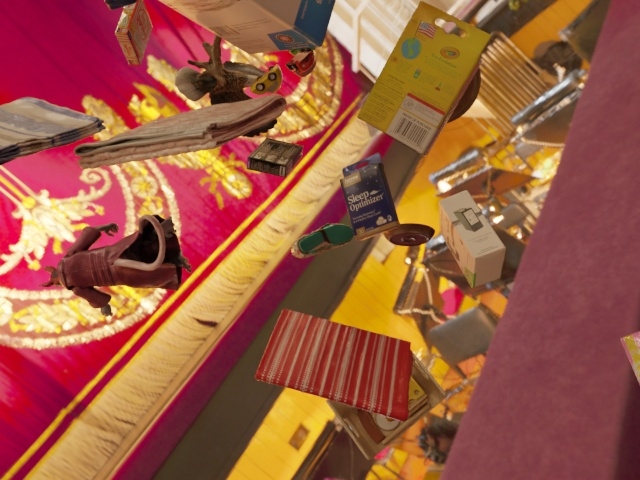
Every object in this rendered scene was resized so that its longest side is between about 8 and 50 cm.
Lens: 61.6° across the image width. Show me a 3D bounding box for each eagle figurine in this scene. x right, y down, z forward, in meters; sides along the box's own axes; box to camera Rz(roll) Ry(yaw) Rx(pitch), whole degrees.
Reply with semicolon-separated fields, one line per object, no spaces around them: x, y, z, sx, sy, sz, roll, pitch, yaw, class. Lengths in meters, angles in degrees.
-0.249;-0.451;1.570;0.226;0.225;0.298;-56;-14;1;eagle figurine

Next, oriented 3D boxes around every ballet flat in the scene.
0.000;0.000;1.749;0.241;0.091;0.077;-15;-10;-36;ballet flat

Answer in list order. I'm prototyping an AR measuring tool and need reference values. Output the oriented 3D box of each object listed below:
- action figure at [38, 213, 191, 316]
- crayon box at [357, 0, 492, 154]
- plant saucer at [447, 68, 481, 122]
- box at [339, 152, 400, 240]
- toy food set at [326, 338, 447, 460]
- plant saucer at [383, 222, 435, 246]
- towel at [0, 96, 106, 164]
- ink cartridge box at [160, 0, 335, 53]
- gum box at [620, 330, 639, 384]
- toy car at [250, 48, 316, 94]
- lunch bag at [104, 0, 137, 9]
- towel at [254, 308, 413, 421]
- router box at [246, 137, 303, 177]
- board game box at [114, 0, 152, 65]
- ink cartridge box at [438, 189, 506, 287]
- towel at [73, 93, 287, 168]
-0.524;0.076;1.336;0.371;0.247;0.276;-13;3;-3;action figure
0.259;-0.400;1.347;0.318;0.202;0.081;-60;-12;17;crayon box
0.359;-0.489;1.682;0.278;0.278;0.041;-44;13;32;plant saucer
0.134;-0.126;1.527;0.137;0.225;0.037;-21;-13;31;box
0.199;0.479;1.636;0.306;0.219;0.092;-39;-23;-2;toy food set
0.286;-0.014;1.742;0.168;0.169;0.029;144;133;-61;plant saucer
-0.575;-0.211;0.999;0.285;0.209;0.034;-51;-24;-59;towel
-0.200;-0.558;1.120;0.286;0.395;0.166;16;90;45;ink cartridge box
0.546;0.219;0.802;0.107;0.062;0.188;-32;40;31;gum box
-0.061;-0.474;1.399;0.239;0.053;0.224;-11;43;46;toy car
-0.545;-0.668;1.430;0.099;0.067;0.065;-20;-23;-2;lunch bag
0.037;0.226;0.996;0.198;0.275;0.031;-69;-8;-59;towel
-0.145;-0.271;1.744;0.179;0.133;0.046;-61;-17;-55;router box
-0.645;-0.732;1.865;0.146;0.045;0.193;90;-175;-65;board game box
0.518;-0.006;1.863;0.115;0.272;0.198;-21;-37;-2;ink cartridge box
-0.274;-0.228;1.096;0.332;0.053;0.317;-4;22;23;towel
